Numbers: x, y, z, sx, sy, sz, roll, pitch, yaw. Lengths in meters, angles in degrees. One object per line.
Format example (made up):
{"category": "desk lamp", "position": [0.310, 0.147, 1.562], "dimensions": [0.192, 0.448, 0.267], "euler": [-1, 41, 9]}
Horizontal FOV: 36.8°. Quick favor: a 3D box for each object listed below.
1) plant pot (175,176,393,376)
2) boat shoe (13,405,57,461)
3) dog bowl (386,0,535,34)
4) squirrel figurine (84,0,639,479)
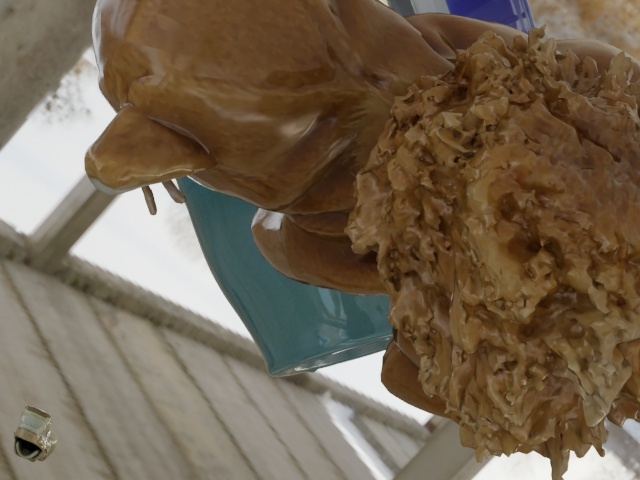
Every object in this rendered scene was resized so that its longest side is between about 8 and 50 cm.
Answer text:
{"category": "plant pot", "position": [0.000, 0.000, 1.016], "dimensions": [0.271, 0.271, 0.255], "euler": [23, -131, -72]}
{"category": "boat shoe", "position": [-0.360, 0.249, 1.196], "dimensions": [0.050, 0.045, 0.135], "euler": [21, 147, 4]}
{"category": "dog bowl", "position": [0.143, -0.232, 1.022], "dimensions": [0.265, 0.104, 0.265], "euler": [-20, -90, -87]}
{"category": "squirrel figurine", "position": [0.070, -0.048, 0.524], "dimensions": [0.370, 0.281, 0.397], "euler": [31, 176, -34]}
